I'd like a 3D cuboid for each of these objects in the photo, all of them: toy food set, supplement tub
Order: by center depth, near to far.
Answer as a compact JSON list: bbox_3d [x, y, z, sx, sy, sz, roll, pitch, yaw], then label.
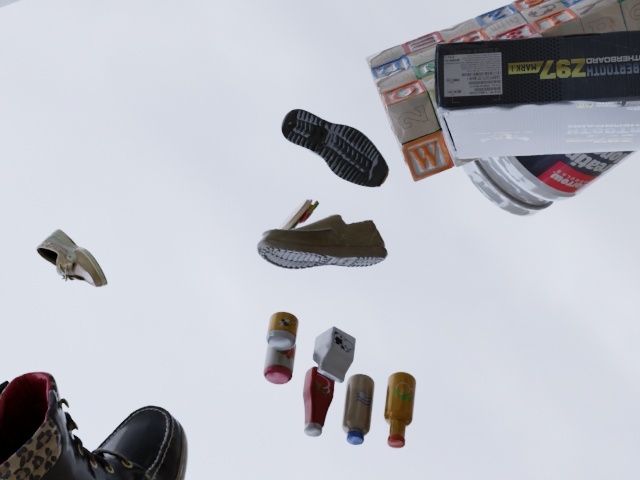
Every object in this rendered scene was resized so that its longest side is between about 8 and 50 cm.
[{"bbox_3d":[0.315,-0.169,1.639,0.191,0.272,0.191,25,-135,-28],"label":"supplement tub"},{"bbox_3d":[0.011,0.195,1.729,0.232,0.111,0.104,31,-134,-26],"label":"toy food set"},{"bbox_3d":[-0.037,-0.030,1.983,0.020,0.082,0.083,43,-135,-7],"label":"toy food set"}]

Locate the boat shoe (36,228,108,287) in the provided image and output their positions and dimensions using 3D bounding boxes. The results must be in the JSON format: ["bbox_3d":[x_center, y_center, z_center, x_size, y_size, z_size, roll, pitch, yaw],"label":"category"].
[{"bbox_3d":[-0.330,0.032,1.742,0.135,0.045,0.050,31,146,44],"label":"boat shoe"}]

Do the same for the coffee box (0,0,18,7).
[{"bbox_3d":[-0.324,-0.362,0.952,0.338,0.334,0.338,66,169,5],"label":"coffee box"}]

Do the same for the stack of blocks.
[{"bbox_3d":[0.207,-0.179,1.356,0.171,0.297,0.087,-104,-8,-65],"label":"stack of blocks"}]

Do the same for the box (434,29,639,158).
[{"bbox_3d":[0.217,-0.118,1.091,0.183,0.232,0.059,42,-133,-77],"label":"box"}]

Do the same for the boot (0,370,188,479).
[{"bbox_3d":[-0.317,0.285,1.702,0.377,0.138,0.284,-55,-42,-42],"label":"boot"}]

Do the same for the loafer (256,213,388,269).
[{"bbox_3d":[0.000,0.000,1.386,0.148,0.056,0.050,4,-113,-28],"label":"loafer"}]

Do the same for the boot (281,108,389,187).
[{"bbox_3d":[0.050,-0.137,2.041,0.198,0.077,0.137,38,-170,28],"label":"boot"}]
